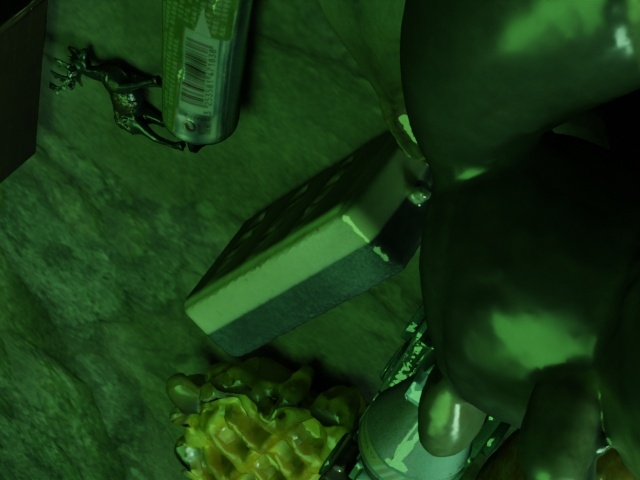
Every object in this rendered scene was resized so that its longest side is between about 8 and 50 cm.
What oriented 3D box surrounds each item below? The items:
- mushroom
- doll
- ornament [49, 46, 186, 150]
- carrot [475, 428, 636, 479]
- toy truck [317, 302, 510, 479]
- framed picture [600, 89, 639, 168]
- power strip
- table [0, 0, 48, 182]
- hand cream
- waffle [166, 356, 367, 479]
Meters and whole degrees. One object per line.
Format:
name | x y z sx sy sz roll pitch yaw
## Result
mushroom | 0.054 -0.133 1.147 0.116 0.093 0.225 5 131 12
doll | 0.202 0.001 0.983 0.382 0.252 0.379 7 135 30
ornament | -0.159 -0.112 1.436 0.125 0.028 0.073 14 137 31
carrot | 0.215 0.154 1.270 0.139 0.139 0.302 44 135 -5
toy truck | 0.065 0.154 1.380 0.108 0.140 0.257 36 126 6
framed picture | 0.248 -0.060 1.101 0.168 0.023 0.128 12 137 36
power strip | 0.000 0.000 1.337 0.070 0.105 0.256 44 145 -13
table | -0.321 -0.133 1.441 0.169 0.172 0.193 32 141 14
hand cream | -0.078 -0.158 1.293 0.086 0.055 0.235 24 135 19
waffle | -0.001 0.217 1.622 0.329 0.062 0.329 26 142 22
